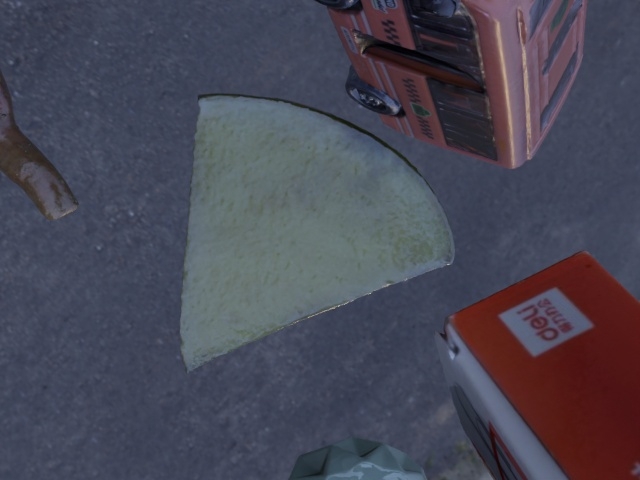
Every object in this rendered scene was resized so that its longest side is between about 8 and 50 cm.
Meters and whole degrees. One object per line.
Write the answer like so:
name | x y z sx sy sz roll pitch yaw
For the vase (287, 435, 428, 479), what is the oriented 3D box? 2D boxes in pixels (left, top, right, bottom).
vase | 0.011 0.293 0.919 0.165 0.165 0.360 -43 174 -19

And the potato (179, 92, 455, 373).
potato | 0.000 0.000 0.898 0.112 0.255 0.269 -71 166 -84

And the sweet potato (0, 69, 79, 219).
sweet potato | -0.463 -0.191 1.245 0.109 0.385 0.109 -28 179 -1

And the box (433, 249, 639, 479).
box | 0.140 0.116 0.425 0.099 0.182 0.133 -26 131 -5

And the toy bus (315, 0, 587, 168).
toy bus | 0.137 -0.233 0.877 0.203 0.233 0.427 -62 161 -7
